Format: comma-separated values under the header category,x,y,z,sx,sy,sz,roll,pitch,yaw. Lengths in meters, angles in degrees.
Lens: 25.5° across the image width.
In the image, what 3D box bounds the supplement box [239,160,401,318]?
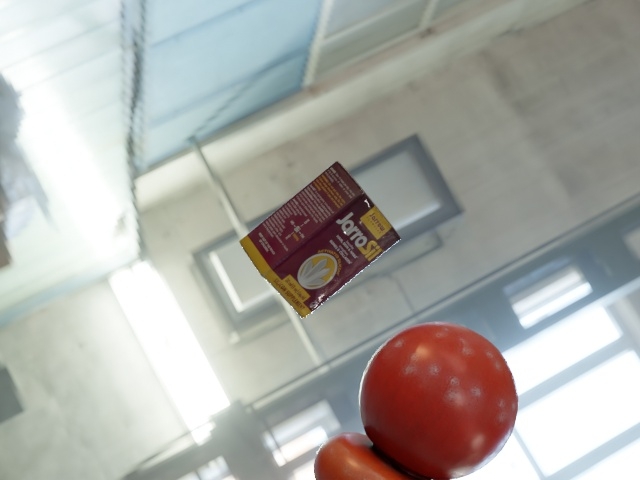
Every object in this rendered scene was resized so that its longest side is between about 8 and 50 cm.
category,x,y,z,sx,sy,sz,roll,pitch,yaw
supplement box,0.000,0.000,0.900,0.055,0.083,0.043,48,3,-42

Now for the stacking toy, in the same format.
category,x,y,z,sx,sy,sz,roll,pitch,yaw
stacking toy,0.003,0.193,0.805,0.141,0.330,0.141,28,7,-4
